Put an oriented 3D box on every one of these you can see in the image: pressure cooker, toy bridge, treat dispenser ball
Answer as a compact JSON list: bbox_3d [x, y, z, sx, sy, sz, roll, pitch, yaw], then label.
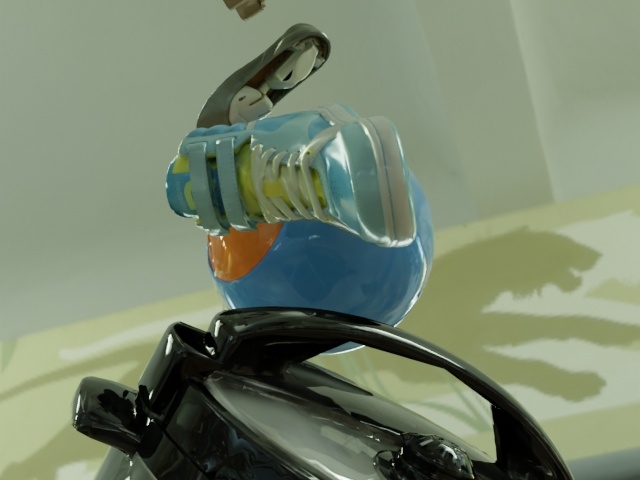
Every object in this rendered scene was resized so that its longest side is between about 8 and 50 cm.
[{"bbox_3d":[-0.008,0.265,0.788,0.370,0.375,0.420,18,-79,-58],"label":"pressure cooker"},{"bbox_3d":[-0.082,-0.285,1.172,0.063,0.188,0.026,-31,-90,8],"label":"toy bridge"},{"bbox_3d":[0.000,0.000,1.304,0.288,0.288,0.288,-1,-45,-1],"label":"treat dispenser ball"}]

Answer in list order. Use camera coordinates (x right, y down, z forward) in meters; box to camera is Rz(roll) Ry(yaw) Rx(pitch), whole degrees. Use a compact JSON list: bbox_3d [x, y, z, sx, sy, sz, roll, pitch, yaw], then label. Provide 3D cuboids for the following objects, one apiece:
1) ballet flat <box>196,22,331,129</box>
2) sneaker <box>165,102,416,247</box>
[{"bbox_3d":[-0.071,-0.198,1.326,0.213,0.068,0.072,-45,-49,-10],"label":"ballet flat"},{"bbox_3d":[-0.038,-0.048,0.979,0.208,0.319,0.127,-12,-77,-9],"label":"sneaker"}]
